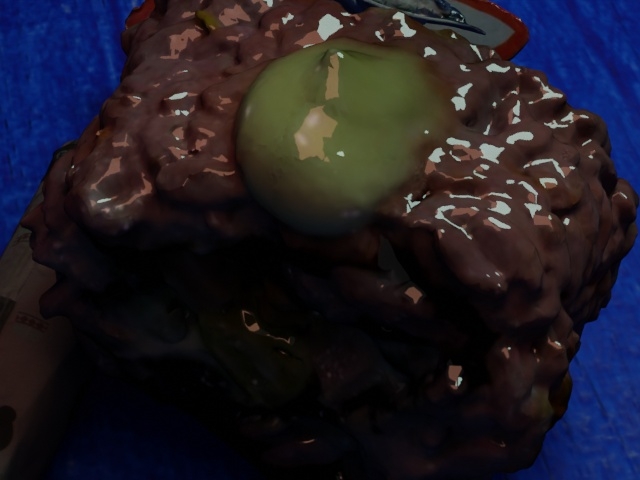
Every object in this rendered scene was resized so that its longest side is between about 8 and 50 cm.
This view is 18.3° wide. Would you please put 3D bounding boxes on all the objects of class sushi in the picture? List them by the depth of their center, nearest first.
[{"bbox_3d":[0.000,0.000,0.914,0.270,0.236,0.171,26,53,9],"label":"sushi"}]

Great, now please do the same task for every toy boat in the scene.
[{"bbox_3d":[-0.027,-0.120,1.075,0.219,0.072,0.318,3,2,30],"label":"toy boat"}]

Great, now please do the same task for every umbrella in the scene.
[{"bbox_3d":[-0.152,0.071,0.962,0.067,0.073,0.337,-3,39,21],"label":"umbrella"}]
